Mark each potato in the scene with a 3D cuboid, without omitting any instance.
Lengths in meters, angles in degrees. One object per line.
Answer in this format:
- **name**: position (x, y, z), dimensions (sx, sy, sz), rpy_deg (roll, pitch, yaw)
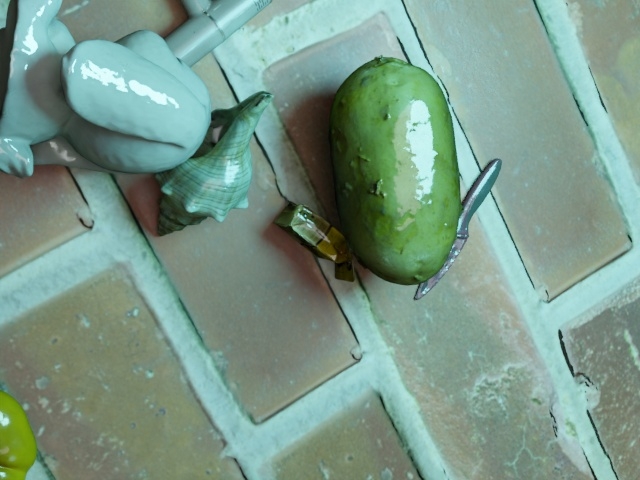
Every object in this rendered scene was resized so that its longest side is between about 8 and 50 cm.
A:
- **potato**: position (0.101, -0.092, 1.329), dimensions (0.173, 0.210, 0.307), rpy_deg (-4, 87, 1)

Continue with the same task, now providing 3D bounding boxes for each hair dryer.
- **hair dryer**: position (-0.202, -0.342, 1.289), dimensions (0.195, 0.053, 0.220), rpy_deg (-42, 105, -12)

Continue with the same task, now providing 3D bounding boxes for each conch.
- **conch**: position (-0.140, -0.095, 1.303), dimensions (0.234, 0.137, 0.114), rpy_deg (-53, 134, -1)

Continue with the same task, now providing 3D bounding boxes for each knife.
- **knife**: position (0.208, -0.016, 1.478), dimensions (0.035, 0.018, 0.247), rpy_deg (32, 85, -22)

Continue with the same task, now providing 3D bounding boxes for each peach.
- **peach**: position (-0.440, 0.263, 1.216), dimensions (0.179, 0.103, 0.179), rpy_deg (-1, 92, -20)

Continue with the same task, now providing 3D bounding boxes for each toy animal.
- **toy animal**: position (-0.264, -0.160, 1.187), dimensions (0.265, 0.271, 0.206), rpy_deg (10, 68, -30)

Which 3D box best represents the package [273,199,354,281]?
- **package**: position (0.000, 0.000, 1.374), dimensions (0.131, 0.071, 0.047), rpy_deg (40, 79, -16)
